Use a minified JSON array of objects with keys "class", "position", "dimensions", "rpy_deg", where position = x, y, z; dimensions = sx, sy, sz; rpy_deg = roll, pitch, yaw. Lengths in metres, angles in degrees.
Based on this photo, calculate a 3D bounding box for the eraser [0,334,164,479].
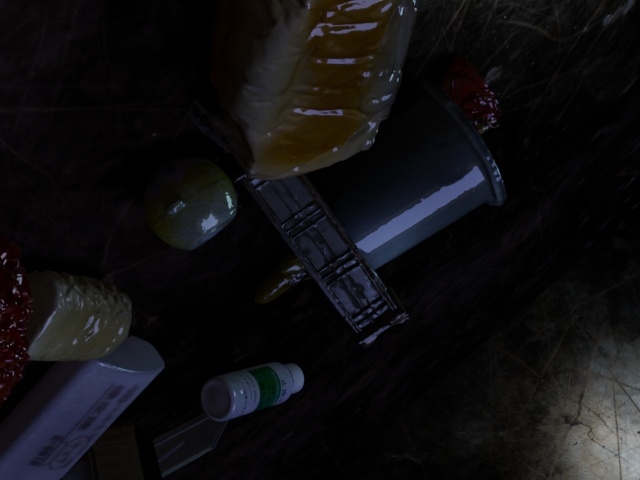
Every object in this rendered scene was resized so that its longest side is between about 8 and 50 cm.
[{"class":"eraser","position":[-0.383,0.260,1.383],"dimensions":[0.270,0.095,0.174],"rpy_deg":[-48,155,11]}]

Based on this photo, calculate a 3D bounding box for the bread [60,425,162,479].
[{"class":"bread","position":[-0.381,0.434,1.552],"dimensions":[0.212,0.224,0.142],"rpy_deg":[-21,150,1]}]

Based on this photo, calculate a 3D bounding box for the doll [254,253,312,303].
[{"class":"doll","position":[-0.023,0.055,1.600],"dimensions":[0.209,0.097,0.137],"rpy_deg":[-39,164,5]}]

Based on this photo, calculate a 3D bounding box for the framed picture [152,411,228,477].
[{"class":"framed picture","position":[-0.320,0.456,1.941],"dimensions":[0.289,0.016,0.213],"rpy_deg":[-23,152,-39]}]

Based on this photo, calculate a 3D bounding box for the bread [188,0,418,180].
[{"class":"bread","position":[-0.005,-0.238,1.021],"dimensions":[0.236,0.183,0.388],"rpy_deg":[-10,151,-27]}]

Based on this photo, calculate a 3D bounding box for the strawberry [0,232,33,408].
[{"class":"strawberry","position":[-0.386,0.091,0.893],"dimensions":[0.261,0.261,0.258],"rpy_deg":[-49,150,16]}]

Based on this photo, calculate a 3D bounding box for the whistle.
[{"class":"whistle","position":[-0.162,-0.057,1.183],"dimensions":[0.123,0.123,0.223],"rpy_deg":[-47,178,12]}]

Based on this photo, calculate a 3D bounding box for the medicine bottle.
[{"class":"medicine bottle","position":[-0.135,0.308,1.876],"dimensions":[0.095,0.095,0.260],"rpy_deg":[-53,157,24]}]

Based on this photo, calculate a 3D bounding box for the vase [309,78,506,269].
[{"class":"vase","position":[0.107,-0.079,1.424],"dimensions":[0.291,0.245,0.245],"rpy_deg":[-33,157,-1]}]

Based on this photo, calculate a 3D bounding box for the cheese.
[{"class":"cheese","position":[-0.331,0.102,1.174],"dimensions":[0.123,0.094,0.167],"rpy_deg":[-45,158,11]}]

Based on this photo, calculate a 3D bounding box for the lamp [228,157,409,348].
[{"class":"lamp","position":[0.000,0.000,1.267],"dimensions":[0.089,0.325,0.090],"rpy_deg":[-36,-157,3]}]

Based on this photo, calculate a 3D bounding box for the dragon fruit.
[{"class":"dragon fruit","position":[0.244,-0.225,1.511],"dimensions":[0.083,0.106,0.162],"rpy_deg":[-38,160,-7]}]
